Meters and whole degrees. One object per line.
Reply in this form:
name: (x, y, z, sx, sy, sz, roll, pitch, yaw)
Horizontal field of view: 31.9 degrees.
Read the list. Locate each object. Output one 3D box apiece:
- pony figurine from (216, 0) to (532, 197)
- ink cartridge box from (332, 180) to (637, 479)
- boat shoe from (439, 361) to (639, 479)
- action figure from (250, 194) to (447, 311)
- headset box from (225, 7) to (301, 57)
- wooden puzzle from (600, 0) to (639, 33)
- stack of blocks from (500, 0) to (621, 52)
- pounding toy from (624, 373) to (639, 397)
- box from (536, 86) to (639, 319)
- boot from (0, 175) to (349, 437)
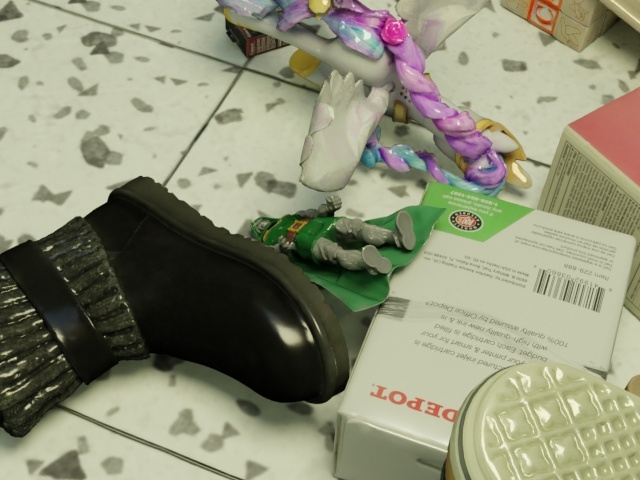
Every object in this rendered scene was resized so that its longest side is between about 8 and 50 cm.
pony figurine: (0.055, -0.196, 1.162, 0.363, 0.351, 0.303, 40, 93, 25)
ink cartridge box: (0.153, 0.106, 1.031, 0.211, 0.121, 0.289, 17, 52, 11)
boat shoe: (0.303, 0.260, 0.801, 0.500, 0.156, 0.187, 29, 57, 2)
action figure: (0.000, 0.000, 1.086, 0.137, 0.063, 0.232, -43, 25, -26)
headset box: (-0.074, -0.262, 1.377, 0.083, 0.032, 0.062, -22, 55, -20)
wooden puzzle: (0.535, -0.295, 1.348, 0.348, 0.080, 0.322, 44, 59, 5)
stack of blocks: (0.396, -0.365, 1.462, 0.171, 0.087, 0.297, 37, 57, 23)
pounding toy: (0.305, 0.222, 0.958, 0.181, 0.094, 0.206, -13, 61, -8)
box: (0.351, -0.021, 1.134, 0.127, 0.149, 0.232, -28, 58, -25)
boot: (-0.172, 0.091, 1.005, 0.348, 0.131, 0.260, 30, 47, 35)
